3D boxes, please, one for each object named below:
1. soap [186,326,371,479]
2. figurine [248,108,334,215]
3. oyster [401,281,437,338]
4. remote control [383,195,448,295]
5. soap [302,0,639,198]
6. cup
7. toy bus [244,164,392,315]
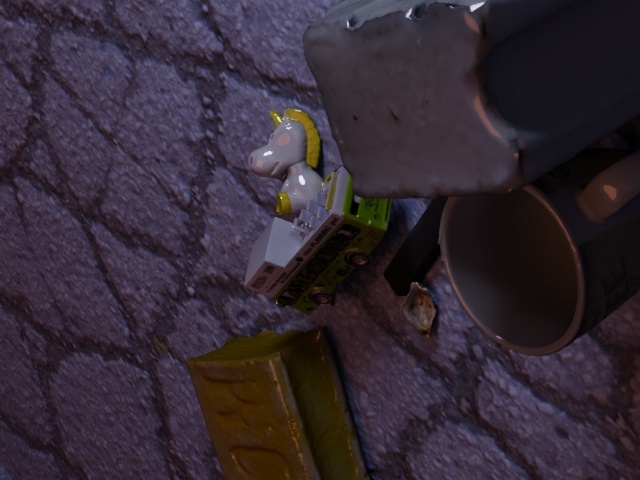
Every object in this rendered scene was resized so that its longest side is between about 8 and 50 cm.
[{"bbox_3d":[-0.072,0.328,2.441,0.293,0.156,0.335,-5,106,48],"label":"soap"},{"bbox_3d":[-0.044,-0.126,2.217,0.130,0.109,0.178,-31,83,28],"label":"figurine"},{"bbox_3d":[0.154,0.105,2.123,0.051,0.034,0.093,20,123,22],"label":"oyster"},{"bbox_3d":[0.158,-0.003,2.067,0.063,0.025,0.245,56,143,22],"label":"remote control"},{"bbox_3d":[0.214,-0.221,1.526,0.350,0.435,0.213,0,114,48],"label":"soap"},{"bbox_3d":[0.323,-0.032,1.640,0.227,0.257,0.301,56,144,11],"label":"cup"},{"bbox_3d":[0.000,0.000,2.148,0.301,0.139,0.113,-48,26,52],"label":"toy bus"}]
